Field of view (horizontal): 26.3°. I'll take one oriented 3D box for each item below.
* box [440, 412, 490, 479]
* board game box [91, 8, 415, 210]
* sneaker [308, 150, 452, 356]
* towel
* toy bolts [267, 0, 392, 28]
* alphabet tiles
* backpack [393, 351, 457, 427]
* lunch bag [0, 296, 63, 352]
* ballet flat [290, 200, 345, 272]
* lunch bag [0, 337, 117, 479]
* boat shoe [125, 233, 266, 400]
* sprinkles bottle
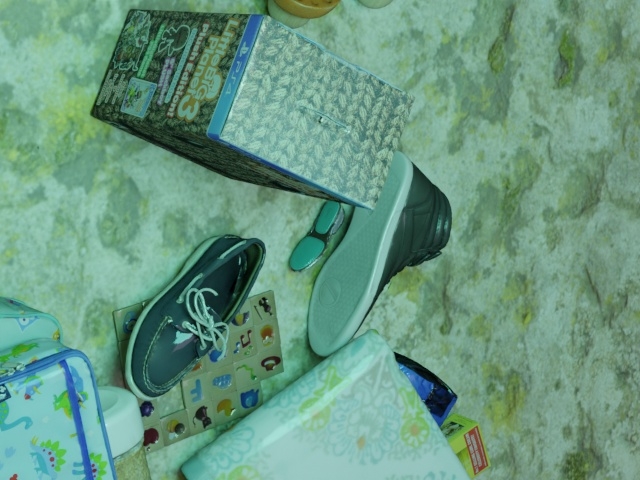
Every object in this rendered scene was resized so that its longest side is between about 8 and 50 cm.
[{"bbox_3d":[0.143,0.351,2.010,0.232,0.058,0.087,-30,116,-29],"label":"box"},{"bbox_3d":[-0.083,-0.156,1.591,0.232,0.291,0.141,23,84,-37],"label":"board game box"},{"bbox_3d":[0.092,0.035,1.882,0.147,0.104,0.296,24,89,-45],"label":"sneaker"},{"bbox_3d":[0.034,0.354,1.844,0.320,0.090,0.374,-36,109,-13],"label":"towel"},{"bbox_3d":[0.023,-0.378,1.761,0.228,0.158,0.218,-2,60,-27],"label":"toy bolts"},{"bbox_3d":[-0.151,0.151,1.780,0.237,0.009,0.198,-18,109,-34],"label":"alphabet tiles"},{"bbox_3d":[0.118,0.217,1.941,0.120,0.098,0.101,38,80,-37],"label":"backpack"},{"bbox_3d":[-0.432,0.172,1.506,0.279,0.108,0.224,3,100,-37],"label":"lunch bag"},{"bbox_3d":[0.000,0.000,1.848,0.041,0.041,0.114,40,76,-35],"label":"ballet flat"},{"bbox_3d":[-0.314,0.224,1.484,0.176,0.090,0.219,-21,114,-35],"label":"lunch bag"},{"bbox_3d":[-0.147,0.091,1.686,0.095,0.079,0.254,58,48,-25],"label":"boat shoe"},{"bbox_3d":[-0.248,0.360,1.674,0.121,0.121,0.355,-22,112,-32],"label":"sprinkles bottle"}]
